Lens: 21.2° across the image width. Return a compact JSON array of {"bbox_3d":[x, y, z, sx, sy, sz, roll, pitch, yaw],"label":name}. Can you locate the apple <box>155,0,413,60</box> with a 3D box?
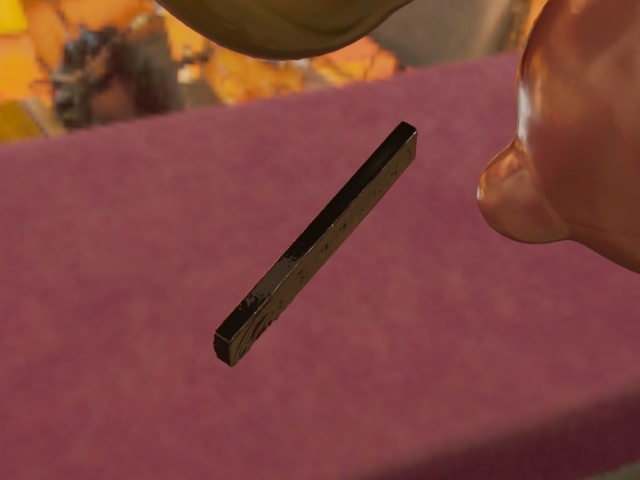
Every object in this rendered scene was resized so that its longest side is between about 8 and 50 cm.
[{"bbox_3d":[-0.019,-0.248,1.045,0.279,0.279,0.279,7,34,-4],"label":"apple"}]

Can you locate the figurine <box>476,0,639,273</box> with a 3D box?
[{"bbox_3d":[0.167,-0.062,0.753,0.173,0.173,0.173,7,34,-4],"label":"figurine"}]

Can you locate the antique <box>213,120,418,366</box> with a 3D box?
[{"bbox_3d":[0.000,0.000,1.033,0.015,0.031,0.192,30,62,22],"label":"antique"}]
